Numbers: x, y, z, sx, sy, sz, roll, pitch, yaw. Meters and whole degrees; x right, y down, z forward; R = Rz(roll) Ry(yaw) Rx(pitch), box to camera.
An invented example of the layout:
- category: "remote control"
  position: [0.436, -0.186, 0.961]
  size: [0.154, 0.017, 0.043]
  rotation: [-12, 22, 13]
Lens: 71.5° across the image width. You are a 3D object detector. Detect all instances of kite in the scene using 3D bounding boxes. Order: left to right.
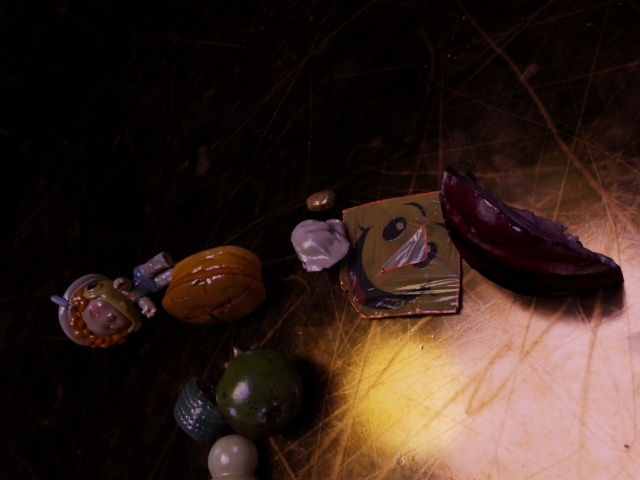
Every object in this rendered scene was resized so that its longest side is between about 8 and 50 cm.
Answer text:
- category: "kite"
  position: [0.169, 0.012, 0.938]
  size: [0.327, 0.013, 0.377]
  rotation: [-48, 48, 9]

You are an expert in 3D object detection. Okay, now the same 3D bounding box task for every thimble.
- category: "thimble"
  position: [-0.267, 0.391, 1.027]
  size: [0.090, 0.118, 0.135]
  rotation: [-56, 34, -3]

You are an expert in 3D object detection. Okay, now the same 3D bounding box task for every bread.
- category: "bread"
  position: [-0.258, 0.121, 1.090]
  size: [0.269, 0.195, 0.143]
  rotation: [-24, 48, 23]

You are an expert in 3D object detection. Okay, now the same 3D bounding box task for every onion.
- category: "onion"
  position: [0.285, 0.000, 0.707]
  size: [0.314, 0.280, 0.146]
  rotation: [49, 116, 40]

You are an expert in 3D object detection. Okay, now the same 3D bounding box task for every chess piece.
- category: "chess piece"
  position: [-0.181, 0.528, 0.899]
  size: [0.144, 0.144, 0.251]
  rotation: [-25, 52, 26]

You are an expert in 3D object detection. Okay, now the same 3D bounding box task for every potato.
- category: "potato"
  position: [0.002, -0.096, 1.091]
  size: [0.083, 0.040, 0.051]
  rotation: [-11, 55, 31]

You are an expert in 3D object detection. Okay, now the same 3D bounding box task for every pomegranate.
- category: "pomegranate"
  position: [-0.137, 0.306, 0.944]
  size: [0.181, 0.181, 0.224]
  rotation: [-62, 28, -3]

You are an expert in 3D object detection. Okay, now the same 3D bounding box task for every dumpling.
- category: "dumpling"
  position: [0.000, 0.000, 1.014]
  size: [0.127, 0.108, 0.188]
  rotation: [-32, 30, 6]

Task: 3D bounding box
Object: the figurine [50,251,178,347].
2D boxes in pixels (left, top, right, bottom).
- category: "figurine"
  position: [-0.581, 0.174, 1.351]
  size: [0.381, 0.224, 0.205]
  rotation: [-21, 33, 0]
